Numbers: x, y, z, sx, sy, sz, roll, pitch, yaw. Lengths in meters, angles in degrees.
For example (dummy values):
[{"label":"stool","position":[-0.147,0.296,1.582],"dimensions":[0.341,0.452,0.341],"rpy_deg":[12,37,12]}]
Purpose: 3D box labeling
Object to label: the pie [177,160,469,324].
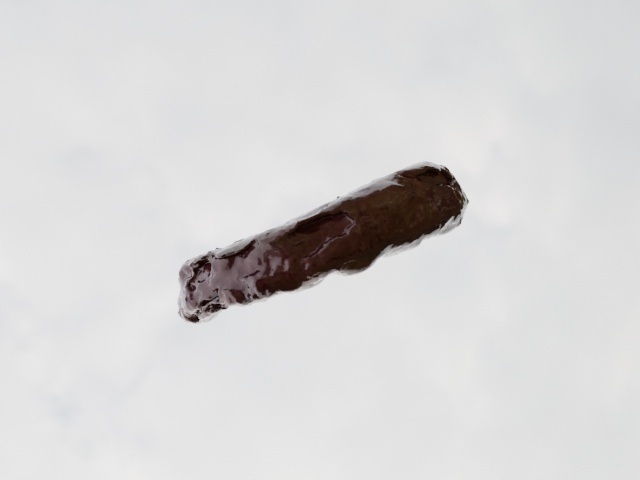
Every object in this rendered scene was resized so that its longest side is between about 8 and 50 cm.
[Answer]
[{"label":"pie","position":[0.000,0.000,0.727],"dimensions":[0.219,0.204,0.054],"rpy_deg":[-22,-88,-21]}]
